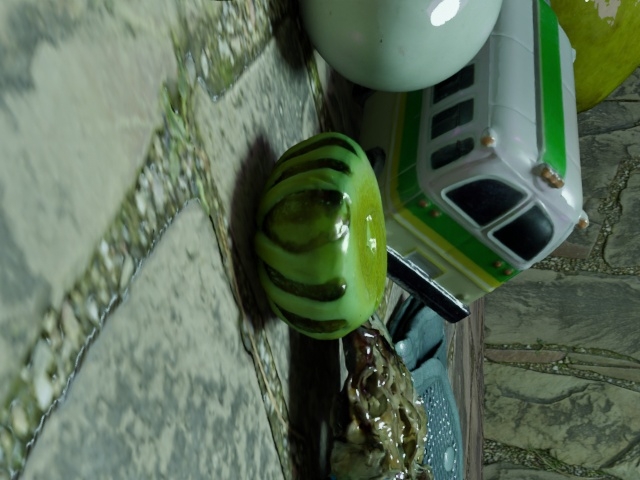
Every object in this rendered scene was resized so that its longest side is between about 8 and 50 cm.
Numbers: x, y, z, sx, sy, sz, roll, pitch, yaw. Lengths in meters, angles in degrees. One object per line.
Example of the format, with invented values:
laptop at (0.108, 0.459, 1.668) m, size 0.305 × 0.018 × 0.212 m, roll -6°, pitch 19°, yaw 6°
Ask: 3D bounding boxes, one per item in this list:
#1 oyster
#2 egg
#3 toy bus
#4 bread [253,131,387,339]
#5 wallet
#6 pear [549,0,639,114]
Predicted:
oyster at (0.038, 0.137, 0.779) m, size 0.198 × 0.092 × 0.259 m, roll 38°, pitch 49°, yaw -80°
egg at (0.057, -0.186, 0.745) m, size 0.209 × 0.151 × 0.151 m, roll -72°, pitch 157°, yaw -57°
toy bus at (0.130, -0.106, 0.906) m, size 0.143 × 0.179 × 0.305 m, roll 36°, pitch 40°, yaw -24°
bread at (0.000, 0.000, 0.643) m, size 0.139 × 0.071 × 0.130 m, roll -64°, pitch 153°, yaw -64°
wallet at (0.122, 0.250, 1.198) m, size 0.237 × 0.075 × 0.342 m, roll -37°, pitch 125°, yaw -72°
pear at (0.244, -0.328, 1.209) m, size 0.352 × 0.352 × 0.413 m, roll 9°, pitch 95°, yaw -78°
